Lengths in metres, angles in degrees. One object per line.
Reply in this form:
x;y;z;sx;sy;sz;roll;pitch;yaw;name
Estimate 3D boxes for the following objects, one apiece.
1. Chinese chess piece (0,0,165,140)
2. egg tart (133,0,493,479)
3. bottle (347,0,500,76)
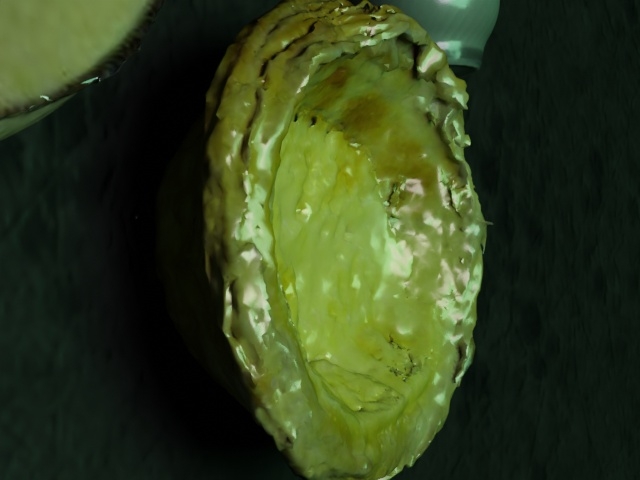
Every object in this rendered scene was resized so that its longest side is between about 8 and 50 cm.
-0.142;-0.144;0.454;0.249;0.103;0.250;9;80;-55;Chinese chess piece
-0.001;-0.001;0.663;0.212;0.090;0.213;7;81;-54;egg tart
0.038;-0.207;0.762;0.096;0.079;0.254;-2;87;-19;bottle
